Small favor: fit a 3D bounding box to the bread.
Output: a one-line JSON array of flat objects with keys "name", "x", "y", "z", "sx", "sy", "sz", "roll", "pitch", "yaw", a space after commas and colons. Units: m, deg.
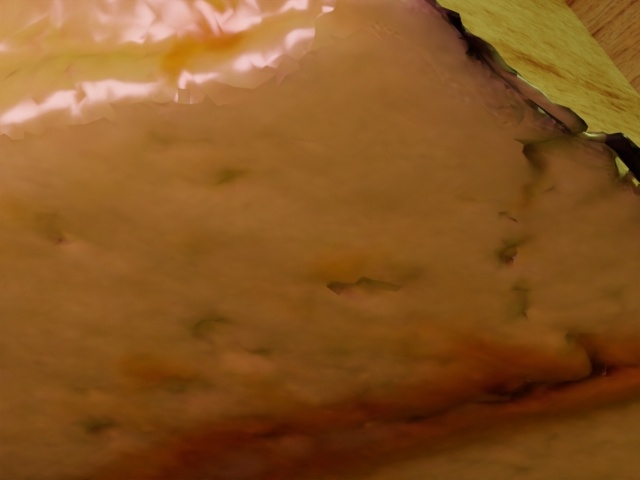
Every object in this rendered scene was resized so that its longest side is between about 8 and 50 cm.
[{"name": "bread", "x": -0.026, "y": -0.009, "z": 0.496, "sx": 0.346, "sy": 0.405, "sz": 0.242, "roll": 48, "pitch": 27, "yaw": -42}]
